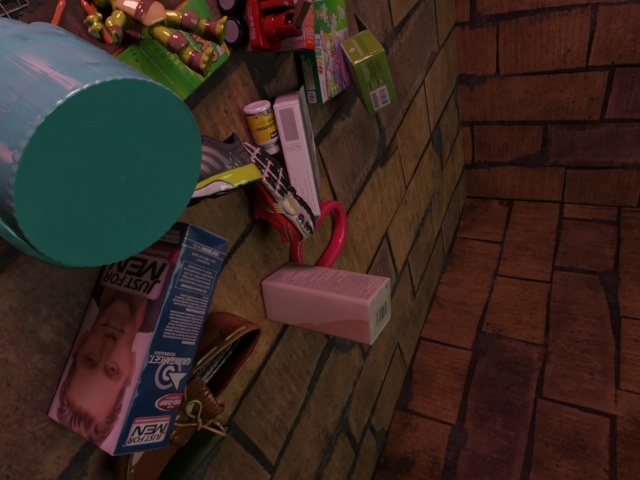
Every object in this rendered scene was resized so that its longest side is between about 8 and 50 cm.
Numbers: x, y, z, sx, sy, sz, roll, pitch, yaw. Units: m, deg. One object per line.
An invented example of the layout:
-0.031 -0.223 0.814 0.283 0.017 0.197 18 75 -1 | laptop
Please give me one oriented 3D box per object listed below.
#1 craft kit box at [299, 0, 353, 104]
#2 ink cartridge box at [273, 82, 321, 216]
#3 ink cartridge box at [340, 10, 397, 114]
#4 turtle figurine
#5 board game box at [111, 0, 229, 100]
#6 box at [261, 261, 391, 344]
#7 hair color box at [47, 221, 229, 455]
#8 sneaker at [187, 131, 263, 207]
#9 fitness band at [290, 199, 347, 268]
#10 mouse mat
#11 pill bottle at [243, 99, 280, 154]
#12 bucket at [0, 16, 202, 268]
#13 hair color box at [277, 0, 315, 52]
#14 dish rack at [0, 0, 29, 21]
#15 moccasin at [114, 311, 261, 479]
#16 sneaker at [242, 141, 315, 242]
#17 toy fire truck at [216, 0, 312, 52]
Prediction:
0.016 -0.541 1.168 0.246 0.061 0.249 -55 141 -50 | craft kit box
-0.053 -0.246 1.107 0.261 0.066 0.296 -90 171 -61 | ink cartridge box
0.126 -0.536 1.248 0.188 0.097 0.255 57 10 -52 | ink cartridge box
-0.270 -0.338 0.641 0.218 0.087 0.269 23 55 -15 | turtle figurine
-0.268 -0.332 0.755 0.259 0.039 0.124 -59 143 -31 | board game box
0.015 0.155 1.084 0.148 0.311 0.121 -35 126 -51 | box
-0.293 0.139 0.681 0.105 0.174 0.346 32 68 -57 | hair color box
-0.248 -0.133 0.792 0.300 0.111 0.121 -29 98 -51 | sneaker
0.000 0.000 1.291 0.290 0.054 0.208 -53 142 -40 | fitness band
-0.276 0.446 0.825 0.007 0.153 0.190 57 42 -9 | mouse mat
-0.134 -0.264 0.974 0.065 0.065 0.116 -53 140 -40 | pill bottle
-0.302 -0.110 0.516 0.281 0.183 0.281 -46 154 -30 | bucket
-0.068 -0.548 0.994 0.053 0.093 0.167 -30 121 -55 | hair color box
-0.448 -0.316 0.394 0.208 0.074 0.271 -56 138 -36 | dish rack
-0.248 0.314 0.829 0.380 0.147 0.139 -51 138 -43 | moccasin
-0.126 -0.100 0.990 0.279 0.118 0.107 56 26 -23 | sneaker
-0.090 -0.498 0.812 0.158 0.247 0.216 -33 124 -54 | toy fire truck
